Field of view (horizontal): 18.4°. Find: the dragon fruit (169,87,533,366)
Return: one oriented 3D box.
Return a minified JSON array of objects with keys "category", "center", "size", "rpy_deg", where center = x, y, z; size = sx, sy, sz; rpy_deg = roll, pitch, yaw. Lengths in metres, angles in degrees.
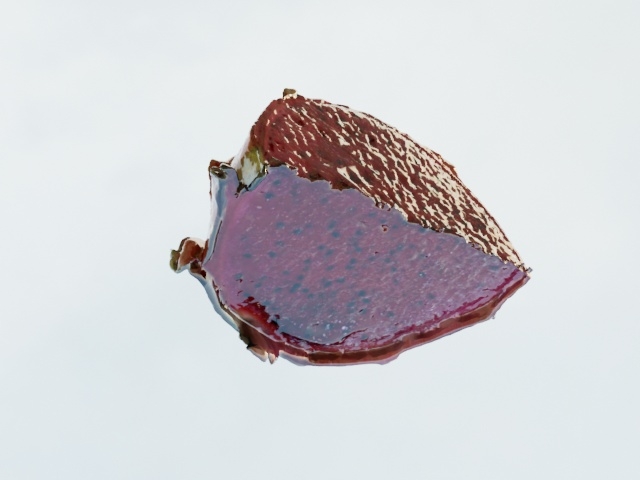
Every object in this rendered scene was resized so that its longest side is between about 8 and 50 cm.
[{"category":"dragon fruit","center":[-0.006,-0.003,1.384],"size":[0.274,0.161,0.126],"rpy_deg":[21,-149,-36]}]
